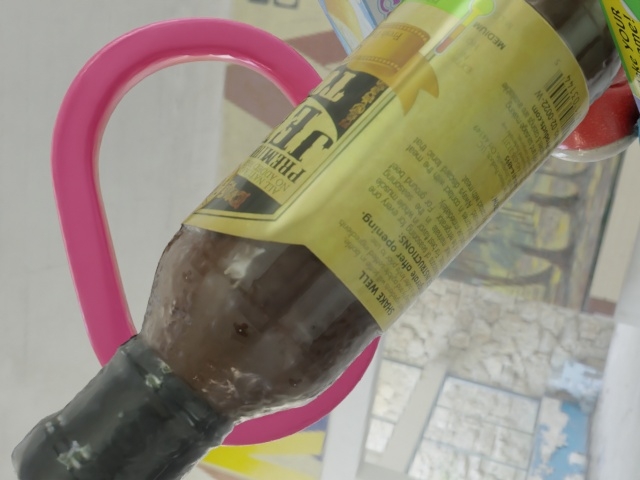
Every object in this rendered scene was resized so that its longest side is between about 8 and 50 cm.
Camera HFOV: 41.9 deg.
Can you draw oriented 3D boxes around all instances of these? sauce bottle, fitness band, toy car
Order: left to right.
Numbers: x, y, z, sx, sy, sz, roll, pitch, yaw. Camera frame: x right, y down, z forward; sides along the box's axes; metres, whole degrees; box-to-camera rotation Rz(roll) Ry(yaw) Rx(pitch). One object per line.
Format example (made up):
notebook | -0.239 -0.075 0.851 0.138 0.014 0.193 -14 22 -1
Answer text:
fitness band | -0.065 -0.008 0.567 0.054 0.209 0.291 164 92 -80
sauce bottle | 0.000 0.000 0.407 0.344 0.111 0.111 -46 -22 -10
toy car | 0.275 -0.223 0.843 0.210 0.219 0.238 -52 -45 -26

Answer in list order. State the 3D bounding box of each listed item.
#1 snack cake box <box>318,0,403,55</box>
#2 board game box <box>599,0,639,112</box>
snack cake box | 0.078 -0.194 0.776 0.089 0.152 0.264 -35 -52 -1
board game box | 0.241 0.019 0.374 0.046 0.213 0.317 -38 -48 5
